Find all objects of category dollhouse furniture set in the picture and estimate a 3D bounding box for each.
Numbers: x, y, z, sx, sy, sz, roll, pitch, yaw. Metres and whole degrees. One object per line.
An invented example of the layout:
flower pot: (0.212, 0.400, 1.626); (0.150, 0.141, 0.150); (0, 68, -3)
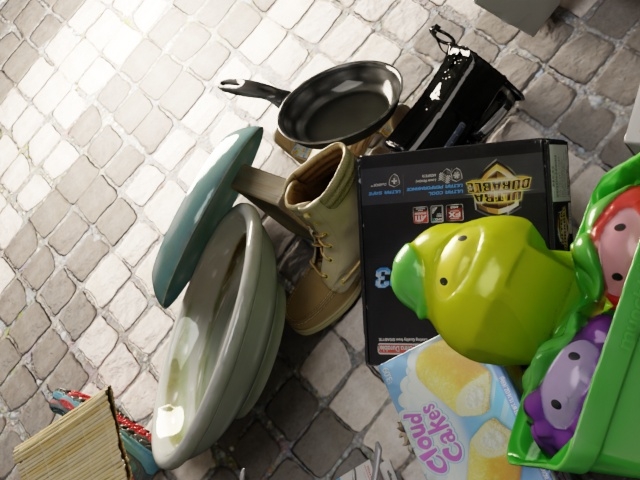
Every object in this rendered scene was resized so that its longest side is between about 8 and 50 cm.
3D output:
dollhouse furniture set: (0.001, -0.137, 1.814); (0.212, 0.161, 0.242); (21, 79, 42)

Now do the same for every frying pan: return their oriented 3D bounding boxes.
frying pan: (-0.028, -0.190, 1.777); (0.326, 0.053, 0.197); (-7, 41, 23)

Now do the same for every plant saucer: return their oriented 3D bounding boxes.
plant saucer: (-0.135, 0.147, 1.730); (0.400, 0.101, 0.400); (-161, 90, -75)
plant saucer: (-0.180, -0.043, 1.823); (0.044, 0.317, 0.317); (27, 81, 1)

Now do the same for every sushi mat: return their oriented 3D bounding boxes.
sushi mat: (-0.389, 0.346, 1.833); (0.316, 0.019, 0.151); (-34, 67, 42)

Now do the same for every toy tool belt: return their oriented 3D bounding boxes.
toy tool belt: (0.128, 0.252, 1.588); (0.051, 0.052, 0.083); (-37, 37, 57)

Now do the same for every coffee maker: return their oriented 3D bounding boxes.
coffee maker: (0.175, -0.185, 1.715); (0.171, 0.120, 0.178); (36, 88, -2)

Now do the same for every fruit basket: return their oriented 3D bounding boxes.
fruit basket: (0.265, 0.068, 1.307); (0.392, 0.283, 0.392); (1, 81, -6)

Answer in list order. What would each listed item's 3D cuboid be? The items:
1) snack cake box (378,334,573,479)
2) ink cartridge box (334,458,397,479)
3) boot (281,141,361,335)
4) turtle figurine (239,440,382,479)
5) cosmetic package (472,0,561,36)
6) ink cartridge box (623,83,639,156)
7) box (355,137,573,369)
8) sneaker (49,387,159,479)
snack cake box: (0.196, 0.242, 1.456); (0.152, 0.089, 0.264); (-29, 72, 18)
ink cartridge box: (0.060, 0.329, 1.600); (0.083, 0.028, 0.048); (-35, 50, 15)
boot: (0.000, 0.000, 1.710); (0.262, 0.203, 0.095); (-49, 48, 4)
turtle figurine: (-0.026, 0.426, 1.488); (0.275, 0.198, 0.266); (-43, 55, 25)
cosmetic package: (0.321, -0.430, 1.722); (0.238, 0.127, 0.107); (-50, 33, 25)
ink cartridge box: (0.579, -0.182, 1.485); (0.371, 0.069, 0.175); (5, 68, 40)
box: (0.189, 0.022, 1.574); (0.296, 0.073, 0.293); (-2, 90, 36)
sneaker: (-0.359, 0.320, 1.863); (0.262, 0.104, 0.125); (23, 84, 43)
